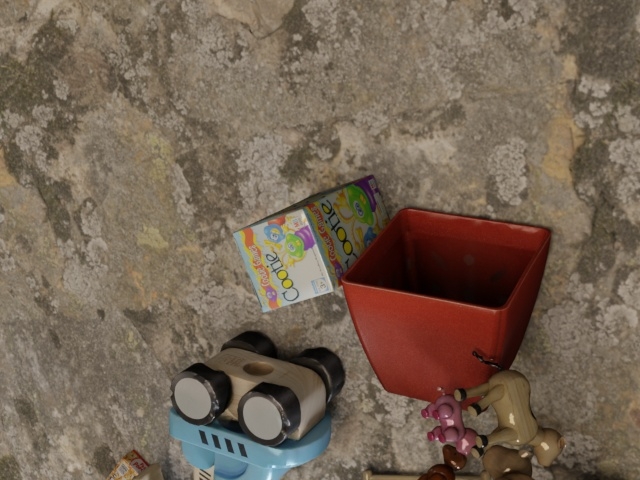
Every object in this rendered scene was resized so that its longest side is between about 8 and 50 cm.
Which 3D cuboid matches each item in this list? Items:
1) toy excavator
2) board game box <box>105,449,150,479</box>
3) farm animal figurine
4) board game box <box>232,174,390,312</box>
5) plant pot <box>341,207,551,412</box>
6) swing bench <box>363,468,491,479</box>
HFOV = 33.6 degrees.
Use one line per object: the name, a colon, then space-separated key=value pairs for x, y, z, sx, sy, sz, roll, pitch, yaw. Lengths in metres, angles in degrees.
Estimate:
toy excavator: x=-0.190 y=0.411 z=2.032 sx=0.433 sy=0.222 sz=0.445 roll=12 pitch=111 yaw=25
board game box: x=-0.381 y=0.567 z=2.272 sx=0.193 sy=0.045 sz=0.147 roll=44 pitch=119 yaw=9
farm animal figurine: x=0.293 y=0.370 z=1.623 sx=0.327 sy=0.172 sz=0.330 roll=57 pitch=148 yaw=28
board game box: x=0.000 y=0.000 z=1.783 sx=0.142 sy=0.275 sz=0.144 roll=-18 pitch=96 yaw=30
plant pot: x=0.213 y=0.123 z=1.735 sx=0.267 sy=0.267 sz=0.236 roll=9 pitch=122 yaw=25
swing bench: x=0.190 y=0.564 z=1.917 sx=0.253 sy=0.165 sz=0.255 roll=-5 pitch=107 yaw=27
